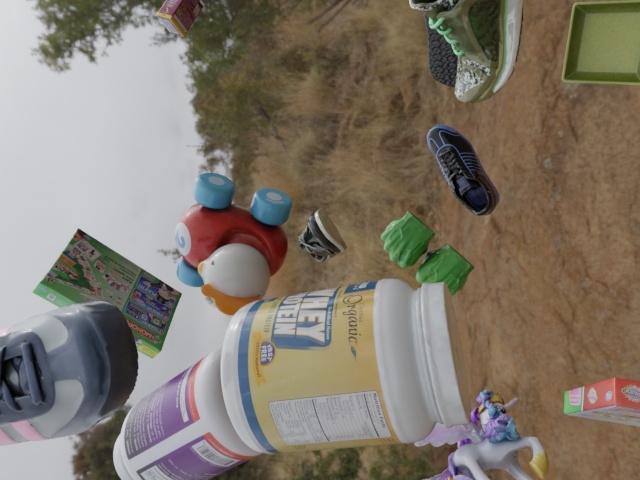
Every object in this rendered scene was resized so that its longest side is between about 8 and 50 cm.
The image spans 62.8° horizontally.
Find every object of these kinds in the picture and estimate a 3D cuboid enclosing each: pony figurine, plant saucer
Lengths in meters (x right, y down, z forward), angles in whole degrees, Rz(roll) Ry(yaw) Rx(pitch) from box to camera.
[{"bbox_3d":[0.370,0.526,1.264,0.363,0.350,0.303,-100,-11,-69],"label":"pony figurine"},{"bbox_3d":[0.706,-0.481,1.280,0.045,0.188,0.189,-26,-58,-49],"label":"plant saucer"}]

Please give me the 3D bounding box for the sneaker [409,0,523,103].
[{"bbox_3d":[0.230,-0.388,0.857,0.410,0.181,0.158,81,-178,-59],"label":"sneaker"}]

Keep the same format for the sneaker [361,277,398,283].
[{"bbox_3d":[0.101,0.090,0.910,0.031,0.083,0.035,-76,-32,-46],"label":"sneaker"}]

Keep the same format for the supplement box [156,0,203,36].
[{"bbox_3d":[-0.287,-0.471,1.075,0.083,0.043,0.055,-61,-25,-11],"label":"supplement box"}]

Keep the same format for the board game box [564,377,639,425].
[{"bbox_3d":[0.793,0.415,1.317,0.316,0.242,0.064,82,-163,-68],"label":"board game box"}]

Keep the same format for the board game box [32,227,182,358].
[{"bbox_3d":[-0.513,0.130,1.307,0.046,0.317,0.214,-40,25,27],"label":"board game box"}]

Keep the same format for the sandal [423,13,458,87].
[{"bbox_3d":[0.304,-0.499,1.122,0.446,0.167,0.107,68,-137,-72],"label":"sandal"}]

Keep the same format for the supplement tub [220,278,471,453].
[{"bbox_3d":[0.026,0.114,0.483,0.144,0.199,0.145,-11,-90,-74],"label":"supplement tub"}]

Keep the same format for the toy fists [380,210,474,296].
[{"bbox_3d":[0.302,0.046,1.521,0.142,0.279,0.096,-49,2,11],"label":"toy fists"}]

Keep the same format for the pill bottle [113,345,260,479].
[{"bbox_3d":[-0.218,0.321,0.909,0.323,0.181,0.182,-35,40,29],"label":"pill bottle"}]

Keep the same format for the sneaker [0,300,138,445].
[{"bbox_3d":[-0.294,0.135,0.450,0.131,0.319,0.112,-3,-108,-59],"label":"sneaker"}]

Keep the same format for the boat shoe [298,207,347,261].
[{"bbox_3d":[0.000,0.000,0.960,0.084,0.079,0.233,62,-179,8],"label":"boat shoe"}]

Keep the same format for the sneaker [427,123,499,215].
[{"bbox_3d":[0.309,-0.156,1.153,0.081,0.232,0.090,-40,-6,33],"label":"sneaker"}]

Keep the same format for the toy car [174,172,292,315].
[{"bbox_3d":[-0.164,0.039,0.914,0.238,0.210,0.219,-90,18,-59],"label":"toy car"}]
